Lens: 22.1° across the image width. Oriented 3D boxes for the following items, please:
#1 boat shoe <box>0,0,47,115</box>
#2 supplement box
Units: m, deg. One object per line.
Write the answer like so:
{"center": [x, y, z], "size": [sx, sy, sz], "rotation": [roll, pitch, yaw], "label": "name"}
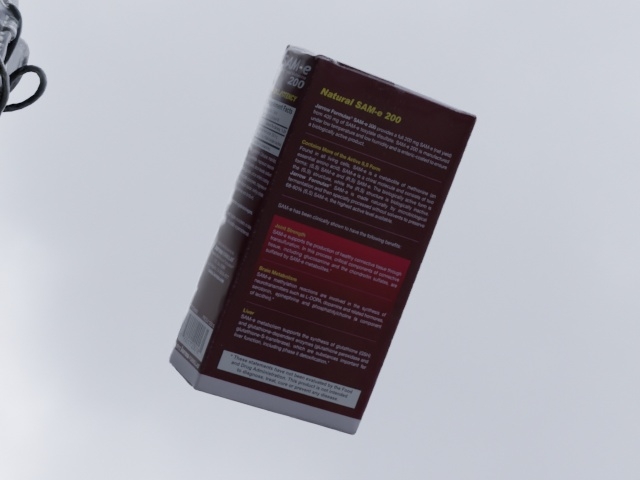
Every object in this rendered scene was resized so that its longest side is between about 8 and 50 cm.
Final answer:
{"center": [-0.312, -0.141, 1.301], "size": [0.187, 0.500, 0.156], "rotation": [-29, -53, 10], "label": "boat shoe"}
{"center": [0.000, 0.000, 1.133], "size": [0.130, 0.239, 0.073], "rotation": [19, 5, -24], "label": "supplement box"}
